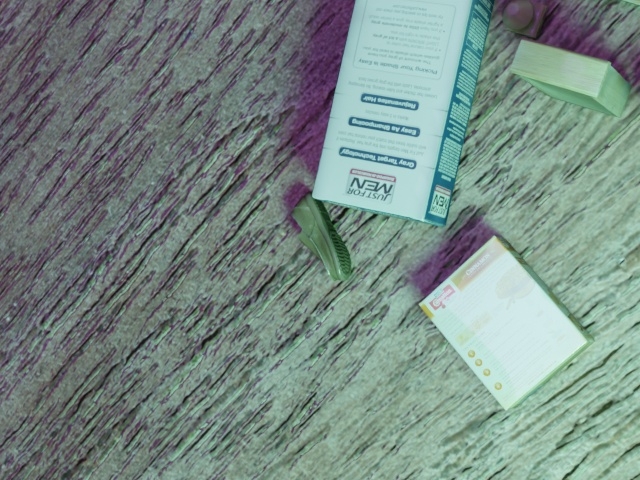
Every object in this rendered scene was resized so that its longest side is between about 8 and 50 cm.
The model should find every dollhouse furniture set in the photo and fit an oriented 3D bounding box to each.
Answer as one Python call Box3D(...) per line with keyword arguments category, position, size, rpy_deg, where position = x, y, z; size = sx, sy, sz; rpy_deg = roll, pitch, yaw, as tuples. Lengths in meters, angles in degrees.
Box3D(category="dollhouse furniture set", position=(0.390, -0.343, 1.299), size=(0.303, 0.174, 0.356), rpy_deg=(23, 98, 26))

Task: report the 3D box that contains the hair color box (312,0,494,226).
Box3D(category="hair color box", position=(0.118, -0.207, 1.455), size=(0.173, 0.105, 0.347), rpy_deg=(13, 90, 24))

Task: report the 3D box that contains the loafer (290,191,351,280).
Box3D(category="loafer", position=(0.000, 0.000, 1.521), size=(0.050, 0.056, 0.148), rpy_deg=(-31, 64, 19))

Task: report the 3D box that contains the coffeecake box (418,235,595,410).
Box3D(category="coffeecake box", position=(0.248, 0.109, 1.392), size=(0.142, 0.068, 0.185), rpy_deg=(-44, 71, 15))
